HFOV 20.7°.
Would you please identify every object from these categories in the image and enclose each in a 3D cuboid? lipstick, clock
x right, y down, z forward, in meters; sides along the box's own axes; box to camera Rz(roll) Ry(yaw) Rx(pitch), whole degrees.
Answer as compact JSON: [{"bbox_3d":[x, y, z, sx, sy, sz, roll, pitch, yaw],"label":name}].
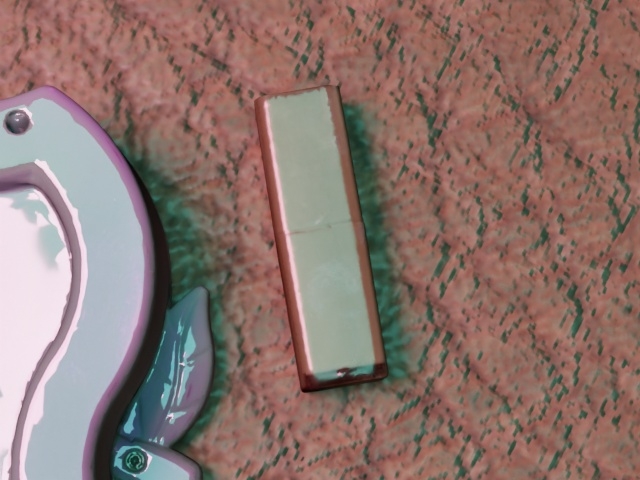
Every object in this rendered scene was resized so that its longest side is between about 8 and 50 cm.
[{"bbox_3d":[0.000,0.000,0.862,0.045,0.045,0.145,-10,84,-1],"label":"lipstick"},{"bbox_3d":[-0.214,0.078,0.818,0.339,0.102,0.338,0,83,-2],"label":"clock"}]
